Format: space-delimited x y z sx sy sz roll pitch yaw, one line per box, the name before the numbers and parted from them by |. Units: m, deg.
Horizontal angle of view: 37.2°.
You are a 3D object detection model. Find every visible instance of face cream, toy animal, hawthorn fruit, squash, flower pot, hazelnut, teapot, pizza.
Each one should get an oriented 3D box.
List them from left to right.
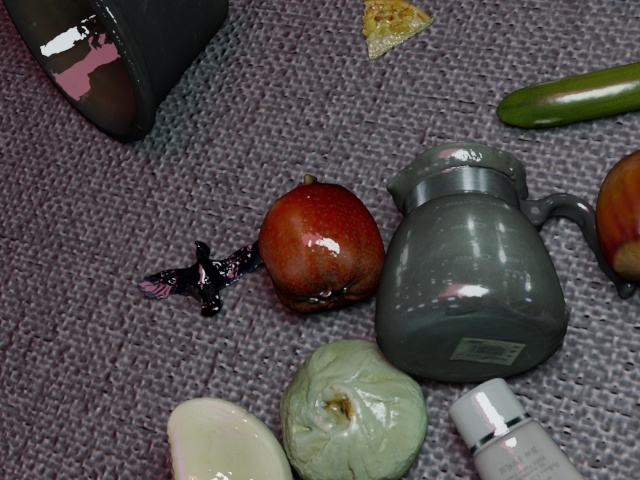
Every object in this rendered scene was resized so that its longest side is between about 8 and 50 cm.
flower pot | -0.304 -0.366 1.488 0.379 0.379 0.251 33 59 29
toy animal | -0.166 0.051 1.369 0.220 0.062 0.108 -20 42 11
hawthorn fruit | 0.000 0.000 1.273 0.168 0.169 0.188 -15 59 12
pizza | 0.104 -0.325 1.462 0.122 0.026 0.109 21 76 26
teapot | 0.213 0.001 1.164 0.305 0.223 0.285 -12 55 17
face cream | 0.259 0.305 1.077 0.143 0.089 0.314 -32 67 2
squash | 0.365 -0.195 1.281 0.257 0.069 0.069 -11 63 15
hazelnut | 0.433 -0.033 1.113 0.212 0.181 0.181 8 86 12

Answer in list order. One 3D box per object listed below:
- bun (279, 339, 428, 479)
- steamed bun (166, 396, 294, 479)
bun | 0.035 0.212 1.179 0.195 0.118 0.196 -10 60 18
steamed bun | -0.097 0.307 1.158 0.152 0.170 0.239 -9 64 -5
